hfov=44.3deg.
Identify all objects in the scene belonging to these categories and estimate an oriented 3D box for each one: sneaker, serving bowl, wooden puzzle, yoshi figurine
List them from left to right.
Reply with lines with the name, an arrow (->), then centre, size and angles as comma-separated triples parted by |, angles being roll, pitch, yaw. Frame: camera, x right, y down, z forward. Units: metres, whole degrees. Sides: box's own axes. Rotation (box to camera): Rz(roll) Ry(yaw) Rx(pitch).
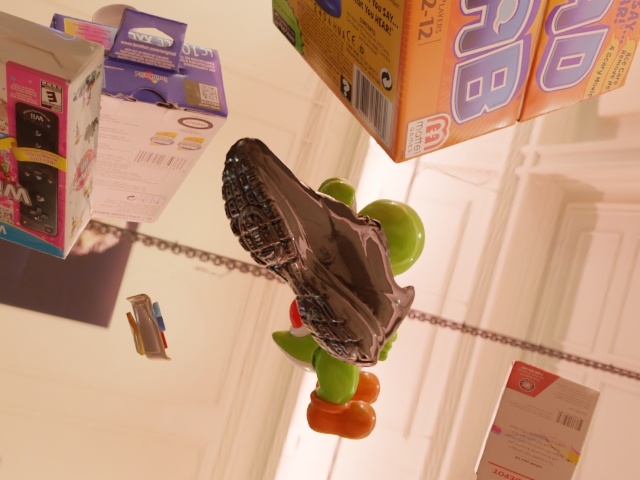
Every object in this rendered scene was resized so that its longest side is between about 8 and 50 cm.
serving bowl -> -0.348, -0.372, 1.353 | 0.027, 0.083, 0.083 | 95, -6, -51
wooden puzzle -> -0.175, 0.089, 0.804 | 0.116, 0.014, 0.078 | -2, -73, 60
sneaker -> 0.000, 0.000, 0.864 | 0.130, 0.286, 0.109 | -43, -159, -27
yoshi figurine -> 0.067, 0.089, 1.134 | 0.204, 0.203, 0.362 | 17, -67, 46

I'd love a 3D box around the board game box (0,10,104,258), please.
board game box -> -0.406, -0.137, 1.001 | 0.303, 0.224, 0.097 | 110, -3, -47

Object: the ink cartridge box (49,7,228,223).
ink cartridge box -> -0.327, -0.196, 1.266 | 0.395, 0.270, 0.151 | -43, -130, 47

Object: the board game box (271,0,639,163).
board game box -> 0.165, -0.379, 0.959 | 0.356, 0.356, 0.356 | 55, -23, 38

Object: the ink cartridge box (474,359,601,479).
ink cartridge box -> 0.271, 0.267, 1.016 | 0.067, 0.115, 0.198 | 48, 63, -77
